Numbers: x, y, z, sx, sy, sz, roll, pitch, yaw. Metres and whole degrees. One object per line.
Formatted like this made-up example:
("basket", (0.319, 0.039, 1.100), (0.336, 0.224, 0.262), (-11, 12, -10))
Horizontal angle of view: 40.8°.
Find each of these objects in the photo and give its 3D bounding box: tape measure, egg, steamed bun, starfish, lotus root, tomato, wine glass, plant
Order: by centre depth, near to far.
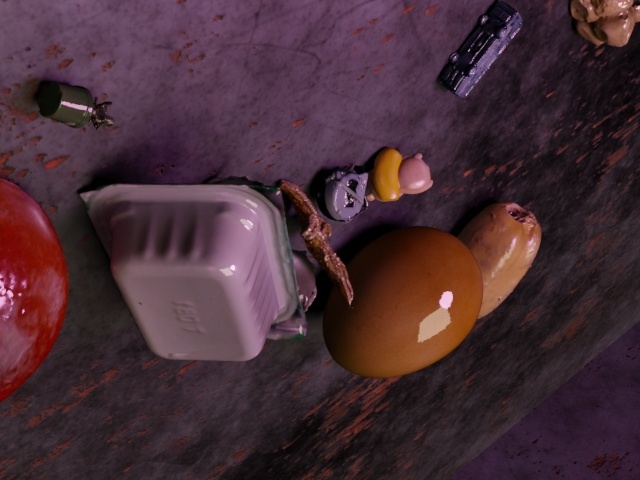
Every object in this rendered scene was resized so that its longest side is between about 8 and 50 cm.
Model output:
("tomato", (-0.425, 0.082, 0.949), (0.334, 0.176, 0.290), (-6, 129, -45))
("plant", (-0.269, -0.150, 0.981), (0.051, 0.051, 0.102), (-55, 152, 15))
("wine glass", (-0.102, 0.014, 1.285), (0.156, 0.156, 0.232), (-39, 145, -11))
("starfish", (-0.001, 0.001, 1.380), (0.043, 0.227, 0.240), (-23, -176, 10))
("tape measure", (0.037, -0.074, 1.409), (0.094, 0.054, 0.091), (-18, 111, -47))
("steamed bun", (0.551, -0.437, 1.568), (0.177, 0.106, 0.192), (-36, 149, -12))
("egg", (0.149, 0.117, 1.595), (0.322, 0.250, 0.250), (-36, 149, 0))
("lotus root", (0.339, 0.065, 1.863), (0.169, 0.151, 0.343), (15, 121, -34))

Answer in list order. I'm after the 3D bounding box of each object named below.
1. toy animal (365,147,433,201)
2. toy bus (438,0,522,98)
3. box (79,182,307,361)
("toy animal", (0.127, -0.110, 1.484), (0.114, 0.091, 0.082), (-19, 170, -18))
("toy bus", (0.267, -0.315, 1.431), (0.166, 0.047, 0.065), (-51, 153, 12))
("box", (-0.166, 0.066, 1.162), (0.264, 0.106, 0.337), (0, 143, 7))
